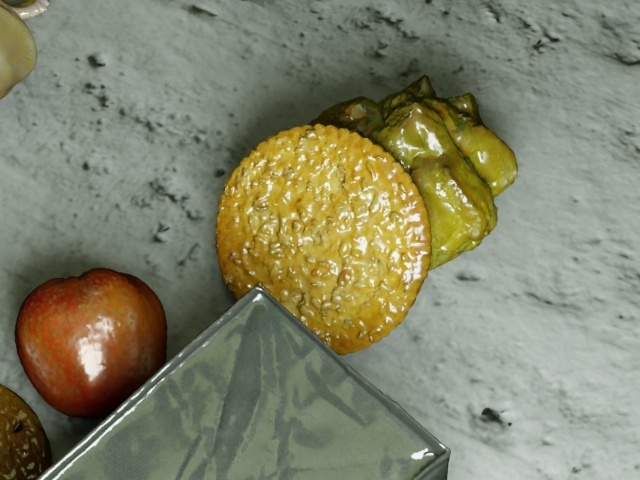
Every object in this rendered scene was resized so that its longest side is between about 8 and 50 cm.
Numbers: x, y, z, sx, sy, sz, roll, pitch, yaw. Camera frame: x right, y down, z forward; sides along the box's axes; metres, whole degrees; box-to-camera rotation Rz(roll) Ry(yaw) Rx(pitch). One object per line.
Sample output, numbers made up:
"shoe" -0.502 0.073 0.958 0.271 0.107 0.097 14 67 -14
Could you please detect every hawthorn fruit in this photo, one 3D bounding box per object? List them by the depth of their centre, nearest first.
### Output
"hawthorn fruit" -0.230 0.133 1.546 0.162 0.162 0.203 -15 80 -12

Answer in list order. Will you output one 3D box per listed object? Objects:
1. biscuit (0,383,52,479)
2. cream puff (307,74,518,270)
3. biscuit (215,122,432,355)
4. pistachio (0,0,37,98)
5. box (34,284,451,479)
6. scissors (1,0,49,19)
"biscuit" -0.377 0.235 1.525 0.212 0.036 0.212 1 57 -2
"cream puff" 0.098 -0.077 1.685 0.244 0.196 0.244 11 66 -26
"biscuit" 0.000 0.000 1.601 0.254 0.254 0.035 25 14 14
"pistachio" -0.473 -0.225 1.750 0.293 0.181 0.162 7 39 11
"box" -0.077 0.258 1.393 0.345 0.204 0.251 -42 67 -17
"scissors" -0.455 -0.316 1.909 0.317 0.024 0.160 -29 63 -21
